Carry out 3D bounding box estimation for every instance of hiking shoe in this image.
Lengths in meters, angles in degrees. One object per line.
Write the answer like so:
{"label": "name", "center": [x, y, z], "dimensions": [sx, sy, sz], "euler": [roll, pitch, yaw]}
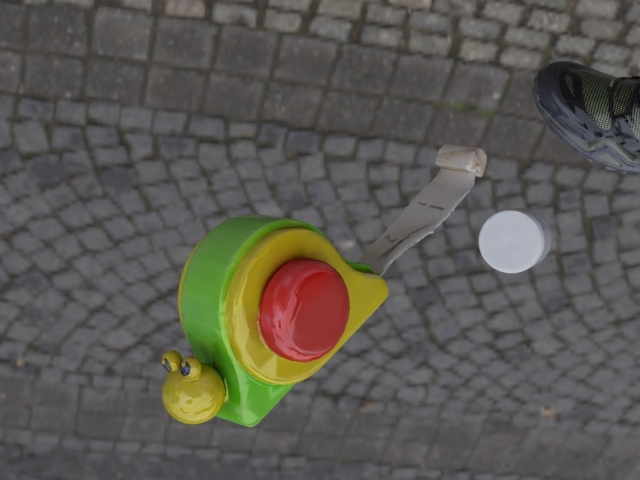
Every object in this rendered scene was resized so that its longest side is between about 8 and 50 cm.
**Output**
{"label": "hiking shoe", "center": [0.271, -0.101, 0.988], "dimensions": [0.227, 0.086, 0.114], "euler": [21, 133, 8]}

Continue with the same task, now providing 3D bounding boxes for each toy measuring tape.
{"label": "toy measuring tape", "center": [0.000, 0.000, 0.952], "dimensions": [0.121, 0.330, 0.121], "euler": [32, 148, 22]}

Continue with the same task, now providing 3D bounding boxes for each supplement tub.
{"label": "supplement tub", "center": [0.215, -0.001, 1.485], "dimensions": [0.071, 0.071, 0.107], "euler": [-15, 178, 14]}
